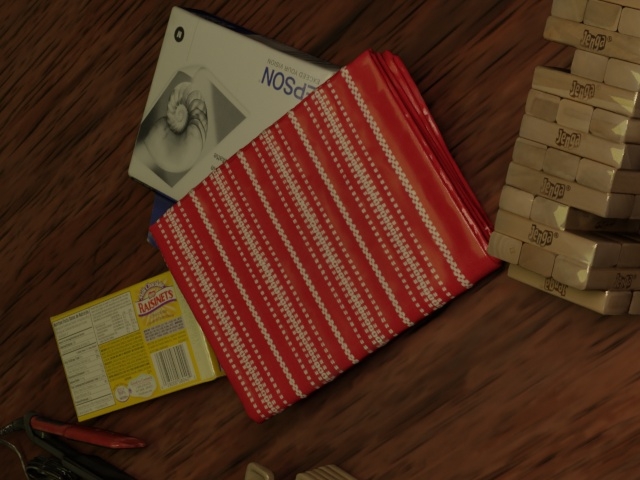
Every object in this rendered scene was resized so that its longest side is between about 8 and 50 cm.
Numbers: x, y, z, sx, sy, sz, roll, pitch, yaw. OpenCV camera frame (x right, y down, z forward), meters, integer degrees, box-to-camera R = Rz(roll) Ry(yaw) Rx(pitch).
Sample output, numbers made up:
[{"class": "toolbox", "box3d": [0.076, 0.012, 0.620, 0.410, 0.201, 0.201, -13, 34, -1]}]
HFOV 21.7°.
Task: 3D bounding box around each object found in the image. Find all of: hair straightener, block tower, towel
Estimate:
[{"class": "hair straightener", "box3d": [-0.247, 0.217, 1.593, 0.230, 0.047, 0.089, 5, 92, 46]}, {"class": "block tower", "box3d": [0.208, -0.121, 1.113, 0.097, 0.091, 0.335, 22, 105, 43]}, {"class": "towel", "box3d": [0.000, 0.000, 1.317, 0.275, 0.031, 0.199, -36, 76, 31]}]

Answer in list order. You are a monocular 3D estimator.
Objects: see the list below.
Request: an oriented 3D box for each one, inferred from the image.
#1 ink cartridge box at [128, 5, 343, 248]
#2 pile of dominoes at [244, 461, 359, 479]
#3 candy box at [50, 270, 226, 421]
[{"class": "ink cartridge box", "box3d": [-0.076, -0.067, 1.431, 0.223, 0.045, 0.224, 27, 108, 43]}, {"class": "pile of dominoes", "box3d": [0.001, 0.312, 1.362, 0.196, 0.040, 0.251, 27, 116, 42]}, {"class": "candy box", "box3d": [-0.168, 0.096, 1.524, 0.206, 0.027, 0.105, -20, 81, 43]}]
